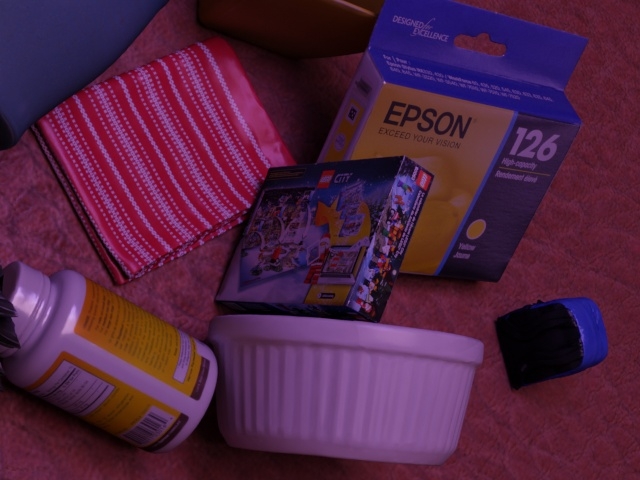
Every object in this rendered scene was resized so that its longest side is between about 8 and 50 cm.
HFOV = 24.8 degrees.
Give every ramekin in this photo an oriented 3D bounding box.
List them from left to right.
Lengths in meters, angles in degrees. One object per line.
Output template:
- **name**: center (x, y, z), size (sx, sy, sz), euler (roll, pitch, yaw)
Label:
- **ramekin**: center (0.019, 0.149, 1.428), size (0.273, 0.273, 0.127), euler (11, 82, -36)

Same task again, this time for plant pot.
- **plant pot**: center (-0.289, -0.234, 1.323), size (0.272, 0.272, 0.255), euler (40, 67, -21)
- **plant pot**: center (-0.023, -0.313, 1.602), size (0.212, 0.187, 0.212), euler (16, 64, -34)

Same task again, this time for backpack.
- **backpack**: center (0.286, 0.114, 1.742), size (0.101, 0.120, 0.098), euler (-13, 82, -41)

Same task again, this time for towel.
- **towel**: center (-0.152, -0.092, 1.522), size (0.275, 0.031, 0.198), euler (-31, 94, -41)

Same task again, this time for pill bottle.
- **pill bottle**: center (-0.210, 0.105, 1.345), size (0.215, 0.117, 0.117), euler (33, 56, -26)

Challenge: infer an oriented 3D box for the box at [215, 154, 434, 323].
- **box**: center (0.000, 0.000, 1.453), size (0.044, 0.233, 0.159), euler (32, 72, -31)

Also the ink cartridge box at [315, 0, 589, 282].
- **ink cartridge box**: center (0.144, -0.103, 1.614), size (0.304, 0.307, 0.072), euler (7, 29, -36)

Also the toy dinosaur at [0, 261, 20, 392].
- **toy dinosaur**: center (-0.362, 0.070, 1.152), size (0.218, 0.164, 0.321), euler (-10, 95, -21)
